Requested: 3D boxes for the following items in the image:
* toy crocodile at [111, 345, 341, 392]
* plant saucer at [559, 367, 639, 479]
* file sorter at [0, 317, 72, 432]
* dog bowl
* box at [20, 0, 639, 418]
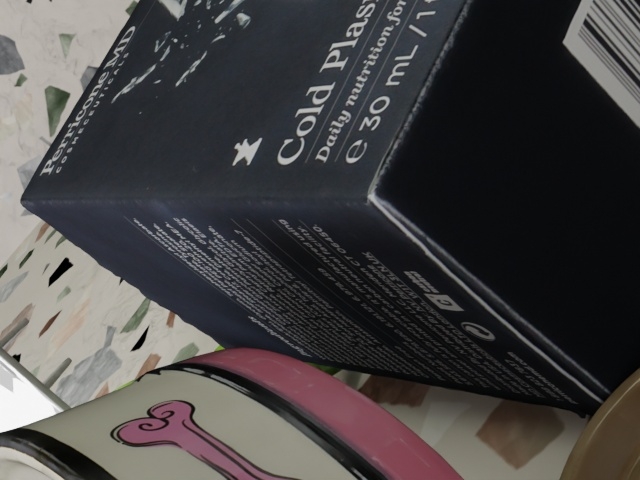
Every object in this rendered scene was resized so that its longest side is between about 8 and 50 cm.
[{"bbox_3d":[-0.105,0.163,1.124,0.340,0.115,0.105,-25,-19,-23],"label":"toy crocodile"},{"bbox_3d":[0.259,0.162,0.620,0.278,0.041,0.278,-23,42,23],"label":"plant saucer"},{"bbox_3d":[-0.293,0.246,1.220,0.193,0.278,0.173,-46,8,8],"label":"file sorter"},{"bbox_3d":[-0.014,0.239,0.656,0.150,0.408,0.408,-37,15,-29],"label":"dog bowl"},{"bbox_3d":[0.076,-0.151,0.924,0.472,0.297,0.480,1,59,53],"label":"box"}]
